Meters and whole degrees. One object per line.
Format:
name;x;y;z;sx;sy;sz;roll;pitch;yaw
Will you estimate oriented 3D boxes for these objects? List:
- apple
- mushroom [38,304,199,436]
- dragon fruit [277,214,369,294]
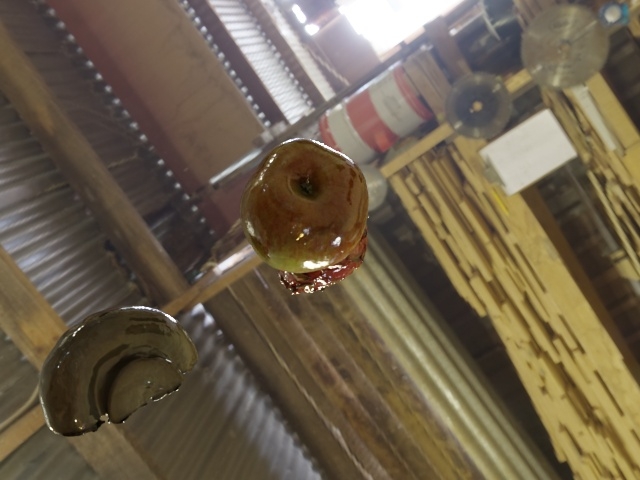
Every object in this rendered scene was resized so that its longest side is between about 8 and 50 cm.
apple;-0.014;-0.031;0.643;0.126;0.126;0.102;60;167;11
mushroom;-0.247;0.141;0.796;0.188;0.141;0.117;-33;-79;-33
dragon fruit;0.000;0.000;1.939;0.277;0.342;0.278;27;-133;-32
